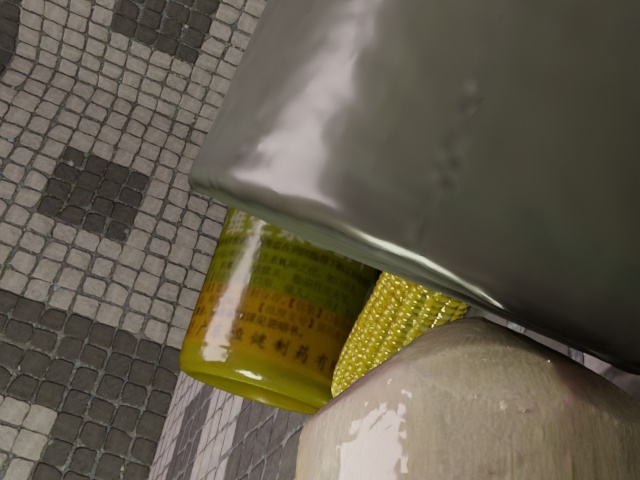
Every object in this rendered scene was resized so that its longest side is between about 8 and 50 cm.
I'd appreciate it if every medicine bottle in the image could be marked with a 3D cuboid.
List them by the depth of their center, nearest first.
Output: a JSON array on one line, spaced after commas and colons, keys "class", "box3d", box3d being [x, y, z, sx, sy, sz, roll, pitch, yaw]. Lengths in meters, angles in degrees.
[{"class": "medicine bottle", "box3d": [-0.029, 0.025, 1.009, 0.224, 0.224, 0.384, 144, 145, -66]}]

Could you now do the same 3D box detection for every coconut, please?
[{"class": "coconut", "box3d": [0.089, 0.154, 0.417, 0.234, 0.224, 0.224, -80, 18, -44]}]

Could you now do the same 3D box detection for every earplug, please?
[{"class": "earplug", "box3d": [0.136, -0.150, 0.467, 0.394, 0.313, 0.312, -67, 14, 0]}]

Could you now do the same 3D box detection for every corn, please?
[{"class": "corn", "box3d": [0.089, 0.079, 0.752, 0.093, 0.093, 0.244, -97, 31, -63]}]
